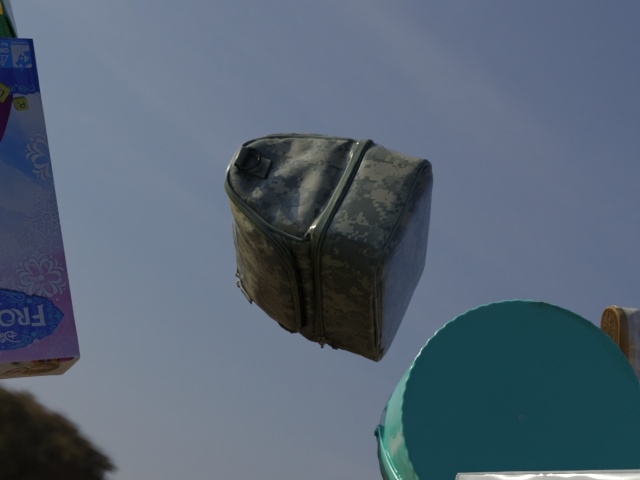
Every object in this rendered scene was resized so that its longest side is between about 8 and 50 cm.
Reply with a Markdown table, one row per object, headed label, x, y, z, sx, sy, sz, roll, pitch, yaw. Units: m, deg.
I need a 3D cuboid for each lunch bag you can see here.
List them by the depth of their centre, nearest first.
| label | x | y | z | sx | sy | sz | roll | pitch | yaw |
| --- | --- | --- | --- | --- | --- | --- | --- | --- | --- |
| lunch bag | 0.000 | 0.000 | 1.921 | 0.256 | 0.213 | 0.305 | 21 | -28 | 14 |

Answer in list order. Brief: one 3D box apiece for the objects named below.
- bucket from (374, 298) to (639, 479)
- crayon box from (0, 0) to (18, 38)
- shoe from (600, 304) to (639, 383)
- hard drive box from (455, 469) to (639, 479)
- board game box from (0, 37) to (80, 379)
| label | x | y | z | sx | sy | sz | roll | pitch | yaw |
| --- | --- | --- | --- | --- | --- | --- | --- | --- | --- |
| bucket | 0.195 | 0.199 | 1.433 | 0.281 | 0.281 | 0.183 | 25 | -16 | 10 |
| crayon box | -0.523 | -0.271 | 1.737 | 0.081 | 0.278 | 0.165 | 82 | -10 | -55 |
| shoe | 0.391 | 0.192 | 1.831 | 0.058 | 0.219 | 0.076 | 1 | 11 | -23 |
| hard drive box | 0.165 | 0.276 | 0.941 | 0.089 | 0.232 | 0.181 | 29 | -26 | -37 |
| board game box | -0.391 | -0.027 | 1.241 | 0.318 | 0.318 | 0.066 | -4 | -17 | -28 |
